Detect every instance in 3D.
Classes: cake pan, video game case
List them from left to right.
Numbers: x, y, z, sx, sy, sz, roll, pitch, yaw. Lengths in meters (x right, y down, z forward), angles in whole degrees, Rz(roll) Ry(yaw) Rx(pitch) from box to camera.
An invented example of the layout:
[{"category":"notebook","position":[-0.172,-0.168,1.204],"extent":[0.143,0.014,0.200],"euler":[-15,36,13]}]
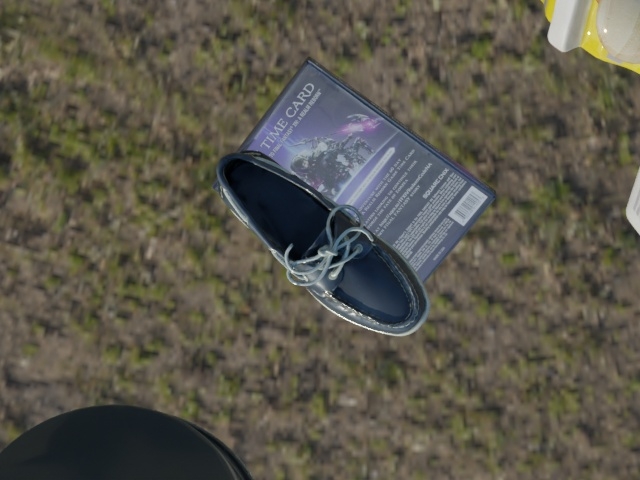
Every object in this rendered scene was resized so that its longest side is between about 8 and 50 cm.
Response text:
[{"category":"cake pan","position":[-0.190,0.267,1.439],"extent":[0.293,0.293,0.054],"euler":[-1,146,3]},{"category":"video game case","position":[0.039,-0.060,1.914],"extent":[0.274,0.026,0.196],"euler":[35,110,-10]}]

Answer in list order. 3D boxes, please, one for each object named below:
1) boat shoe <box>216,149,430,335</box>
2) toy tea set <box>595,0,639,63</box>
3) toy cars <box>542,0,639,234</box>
[{"category":"boat shoe","position":[0.000,0.000,1.603],"extent":[0.254,0.079,0.095],"euler":[45,93,11]},{"category":"toy tea set","position":[0.311,-0.188,0.926],"extent":[0.336,0.124,0.200],"euler":[-35,125,4]},{"category":"toy cars","position":[0.251,-0.087,1.223],"extent":[0.176,0.087,0.394],"euler":[-14,102,60]}]
